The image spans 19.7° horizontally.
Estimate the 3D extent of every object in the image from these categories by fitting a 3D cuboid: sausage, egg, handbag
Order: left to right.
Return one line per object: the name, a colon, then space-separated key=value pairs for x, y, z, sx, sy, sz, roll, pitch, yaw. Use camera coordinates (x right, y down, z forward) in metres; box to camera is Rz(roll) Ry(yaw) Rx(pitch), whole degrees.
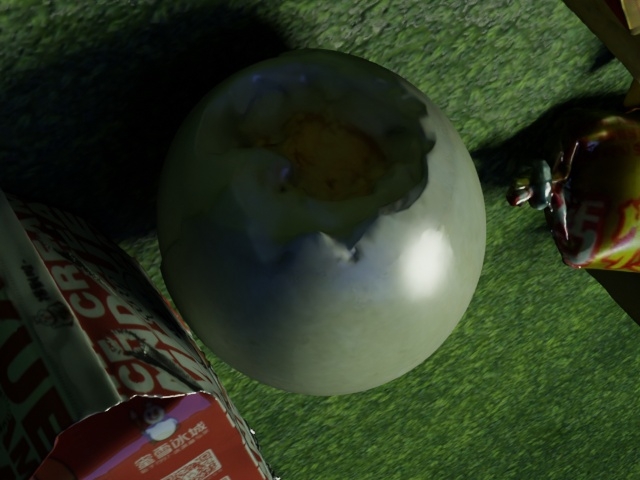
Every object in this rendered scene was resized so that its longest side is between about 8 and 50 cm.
handbag: x=-0.138 y=0.089 z=1.041 sx=0.151 sy=0.171 sz=0.298 roll=-30 pitch=151 yaw=-3
egg: x=0.000 y=0.000 z=1.025 sx=0.183 sy=0.183 sz=0.217 roll=-28 pitch=153 yaw=-16
sausage: x=0.265 y=-0.034 z=1.337 sx=0.317 sy=0.117 sz=0.125 roll=5 pitch=106 yaw=-32

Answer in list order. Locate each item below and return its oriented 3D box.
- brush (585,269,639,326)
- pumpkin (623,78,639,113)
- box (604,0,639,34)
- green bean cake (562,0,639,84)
brush: x=0.290 y=0.032 z=1.441 sx=0.123 sy=0.197 sz=0.059 roll=-8 pitch=135 yaw=-48
pumpkin: x=0.358 y=-0.118 z=1.208 sx=0.163 sy=0.111 sz=0.278 roll=25 pitch=162 yaw=-31
box: x=0.126 y=-0.174 z=0.933 sx=0.023 sy=0.133 sz=0.090 roll=-33 pitch=157 yaw=2
green bean cake: x=0.247 y=-0.208 z=1.029 sx=0.230 sy=0.131 sz=0.224 roll=-31 pitch=156 yaw=-9
